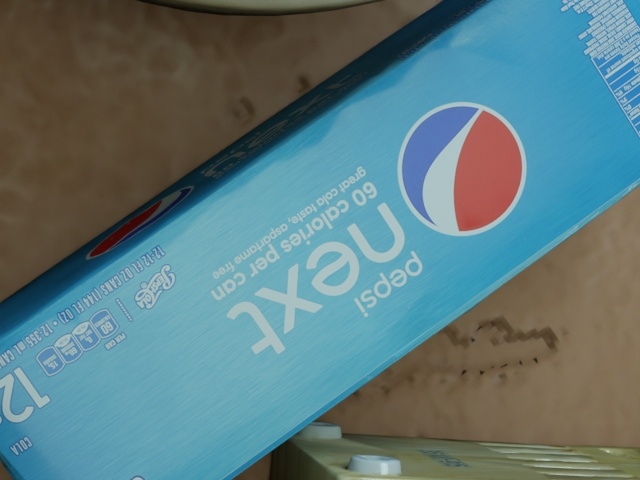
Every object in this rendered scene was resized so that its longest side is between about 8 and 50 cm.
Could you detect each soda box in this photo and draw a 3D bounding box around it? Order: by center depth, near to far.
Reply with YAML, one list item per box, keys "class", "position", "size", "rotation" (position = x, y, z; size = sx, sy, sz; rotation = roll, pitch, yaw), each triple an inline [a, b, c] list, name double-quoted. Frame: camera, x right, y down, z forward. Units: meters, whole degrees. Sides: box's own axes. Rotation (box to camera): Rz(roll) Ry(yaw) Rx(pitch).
- class: "soda box"
  position: [0.000, 0.000, 0.551]
  size: [0.210, 0.071, 0.067]
  rotation: [-34, 100, -9]

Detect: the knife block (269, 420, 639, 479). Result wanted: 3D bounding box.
- class: "knife block"
  position: [0.049, 0.178, 0.563]
  size: [0.276, 0.088, 0.242]
  rotation: [4, 93, -13]

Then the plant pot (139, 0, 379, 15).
- class: "plant pot"
  position: [-0.023, -0.174, 0.518]
  size: [0.237, 0.110, 0.237]
  rotation: [-1, 93, -13]
